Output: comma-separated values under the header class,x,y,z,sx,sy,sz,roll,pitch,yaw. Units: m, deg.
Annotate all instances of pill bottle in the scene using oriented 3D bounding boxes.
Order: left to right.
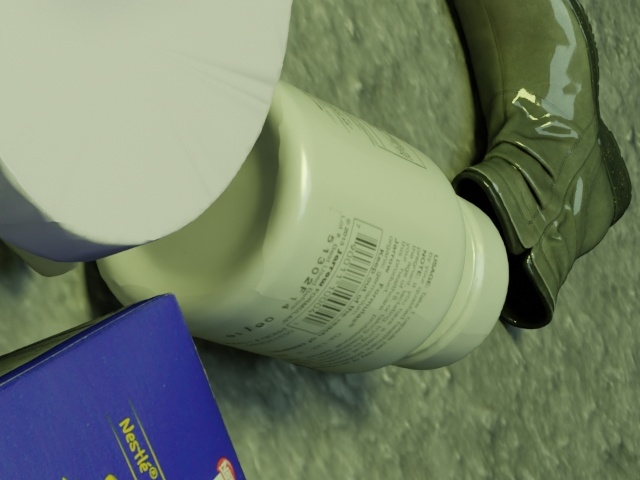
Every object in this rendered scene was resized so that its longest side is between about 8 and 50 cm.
class,x,y,z,sx,sy,sz,roll,pitch,yaw
pill bottle,0.000,0.000,0.911,0.229,0.131,0.131,21,62,-54

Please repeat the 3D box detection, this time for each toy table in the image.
class,x,y,z,sx,sy,sz,roll,pitch,yaw
toy table,-0.127,-0.092,0.693,0.252,0.161,0.274,56,35,-25

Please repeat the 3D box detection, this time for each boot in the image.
class,x,y,z,sx,sy,sz,roll,pitch,yaw
boot,0.135,-0.075,1.213,0.161,0.083,0.246,-46,117,-47

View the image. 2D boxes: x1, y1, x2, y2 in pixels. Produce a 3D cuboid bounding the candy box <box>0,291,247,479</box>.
class,x,y,z,sx,sy,sz,roll,pitch,yaw
candy box,-0.126,0.198,0.637,0.317,0.122,0.268,-30,101,-58
